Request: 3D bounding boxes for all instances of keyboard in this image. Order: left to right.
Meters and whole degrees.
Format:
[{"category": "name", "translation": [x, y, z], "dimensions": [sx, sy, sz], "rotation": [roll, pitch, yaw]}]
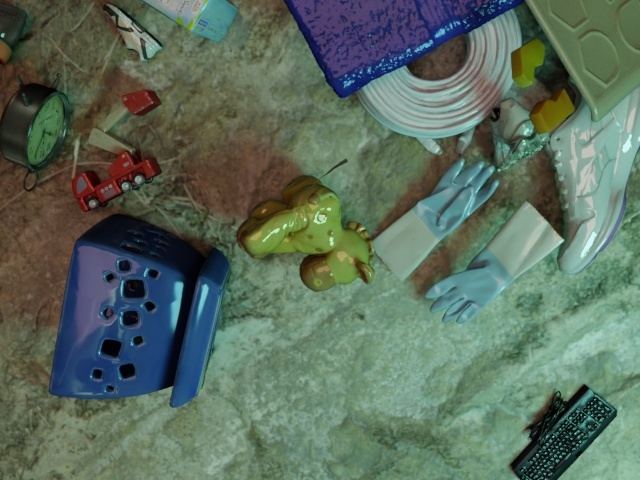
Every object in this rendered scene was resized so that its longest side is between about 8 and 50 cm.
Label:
[{"category": "keyboard", "translation": [0.386, 0.323, 1.180], "dimensions": [0.100, 0.038, 0.192], "rotation": [38, 99, -1]}]

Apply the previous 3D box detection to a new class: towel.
[{"category": "towel", "translation": [0.105, -0.359, 0.984], "dimensions": [0.308, 0.076, 0.227], "rotation": [-28, 104, 6]}]

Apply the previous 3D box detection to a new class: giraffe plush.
[{"category": "giraffe plush", "translation": [0.000, 0.000, 1.104], "dimensions": [0.210, 0.181, 0.170], "rotation": [-28, 108, 25]}]

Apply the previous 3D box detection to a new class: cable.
[{"category": "cable", "translation": [0.165, -0.280, 1.081], "dimensions": [0.257, 0.089, 0.257], "rotation": [31, 100, 0]}]

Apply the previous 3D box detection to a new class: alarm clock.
[{"category": "alarm clock", "translation": [-0.449, -0.160, 1.136], "dimensions": [0.064, 0.129, 0.192], "rotation": [18, 120, 3]}]

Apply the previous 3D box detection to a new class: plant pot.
[{"category": "plant pot", "translation": [-0.259, 0.107, 1.108], "dimensions": [0.212, 0.236, 0.236], "rotation": [13, 100, -4]}]

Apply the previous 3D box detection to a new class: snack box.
[{"category": "snack box", "translation": [-0.236, -0.374, 1.057], "dimensions": [0.207, 0.174, 0.070], "rotation": [31, 101, 0]}]

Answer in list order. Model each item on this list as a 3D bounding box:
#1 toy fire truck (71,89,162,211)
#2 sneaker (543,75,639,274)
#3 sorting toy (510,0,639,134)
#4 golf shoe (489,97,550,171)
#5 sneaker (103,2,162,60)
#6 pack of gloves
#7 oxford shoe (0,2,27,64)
[{"category": "toy fire truck", "translation": [-0.324, -0.142, 1.164], "dimensions": [0.192, 0.047, 0.135], "rotation": [-26, 95, 9]}, {"category": "sneaker", "translation": [0.387, -0.103, 1.090], "dimensions": [0.152, 0.114, 0.305], "rotation": [16, 91, 9]}, {"category": "sorting toy", "translation": [0.341, -0.277, 0.976], "dimensions": [0.307, 0.041, 0.229], "rotation": [-38, 102, -28]}, {"category": "golf shoe", "translation": [0.277, -0.155, 1.055], "dimensions": [0.069, 0.176, 0.086], "rotation": [-30, 81, -3]}, {"category": "sneaker", "translation": [-0.300, -0.325, 1.138], "dimensions": [0.109, 0.040, 0.044], "rotation": [43, 101, -2]}, {"category": "pack of gloves", "translation": [0.222, 0.001, 1.128], "dimensions": [0.232, 0.046, 0.195], "rotation": [-45, 76, 21]}, {"category": "oxford shoe", "translation": [-0.590, -0.378, 1.140], "dimensions": [0.271, 0.097, 0.098], "rotation": [28, 80, -4]}]
